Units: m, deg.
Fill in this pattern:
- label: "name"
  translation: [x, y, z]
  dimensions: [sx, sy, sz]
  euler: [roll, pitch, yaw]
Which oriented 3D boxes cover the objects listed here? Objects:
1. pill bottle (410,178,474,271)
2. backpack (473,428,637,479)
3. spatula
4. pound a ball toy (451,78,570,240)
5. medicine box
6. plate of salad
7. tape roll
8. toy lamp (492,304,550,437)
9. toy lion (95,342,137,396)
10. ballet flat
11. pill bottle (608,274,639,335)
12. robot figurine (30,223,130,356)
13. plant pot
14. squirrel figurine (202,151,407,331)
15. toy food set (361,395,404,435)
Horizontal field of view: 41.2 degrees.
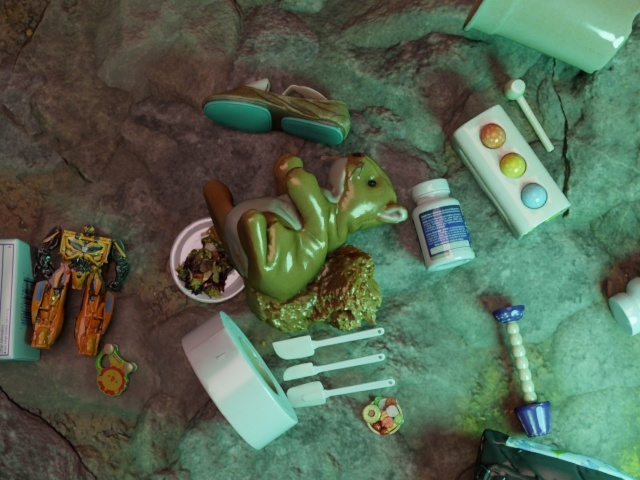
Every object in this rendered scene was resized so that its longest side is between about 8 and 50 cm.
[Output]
- label: "pill bottle"
  translation: [0.262, -0.035, 1.870]
  dimensions: [0.112, 0.112, 0.187]
  euler: [-14, 79, 2]
- label: "backpack"
  translation: [0.494, 0.546, 1.688]
  dimensions: [0.355, 0.273, 0.290]
  euler: [2, 76, 27]
- label: "spatula"
  translation: [0.032, 0.273, 1.837]
  dimensions: [0.242, 0.019, 0.168]
  euler: [-12, 103, 8]
- label: "pound a ball toy"
  translation: [0.437, -0.192, 1.873]
  dimensions: [0.208, 0.136, 0.319]
  euler: [-31, 79, -1]
- label: "medicine box"
  translation: [-0.789, 0.141, 1.907]
  dimensions: [0.289, 0.149, 0.263]
  euler: [-2, 79, 5]
- label: "plate of salad"
  translation: [-0.247, 0.041, 1.931]
  dimensions: [0.199, 0.048, 0.200]
  euler: [-1, 80, 4]
- label: "tape roll"
  translation: [-0.166, 0.286, 1.758]
  dimensions: [0.100, 0.286, 0.286]
  euler: [-34, 78, -2]
- label: "toy lamp"
  translation: [0.433, 0.279, 1.816]
  dimensions: [0.080, 0.080, 0.275]
  euler: [-10, 76, 3]
- label: "toy lion"
  translation: [-0.468, 0.295, 1.913]
  dimensions: [0.100, 0.034, 0.096]
  euler: [43, 93, 11]
- label: "ballet flat"
  translation: [-0.095, -0.311, 1.963]
  dimensions: [0.342, 0.116, 0.124]
  euler: [9, 60, 6]
- label: "pill bottle"
  translation: [0.729, 0.113, 1.798]
  dimensions: [0.216, 0.121, 0.121]
  euler: [-27, 78, 0]
- label: "robot figurine"
  translation: [-0.543, 0.105, 1.906]
  dimensions: [0.211, 0.085, 0.291]
  euler: [11, 83, -15]
- label: "plant pot"
  translation: [0.528, -0.534, 1.862]
  dimensions: [0.305, 0.334, 0.334]
  euler: [30, 83, -2]
- label: "squirrel figurine"
  translation: [0.000, 0.000, 1.835]
  dimensions: [0.370, 0.281, 0.397]
  euler: [-22, 108, -19]
- label: "toy food set"
  translation: [0.138, 0.380, 1.848]
  dimensions: [0.082, 0.020, 0.083]
  euler: [-36, 78, -2]
